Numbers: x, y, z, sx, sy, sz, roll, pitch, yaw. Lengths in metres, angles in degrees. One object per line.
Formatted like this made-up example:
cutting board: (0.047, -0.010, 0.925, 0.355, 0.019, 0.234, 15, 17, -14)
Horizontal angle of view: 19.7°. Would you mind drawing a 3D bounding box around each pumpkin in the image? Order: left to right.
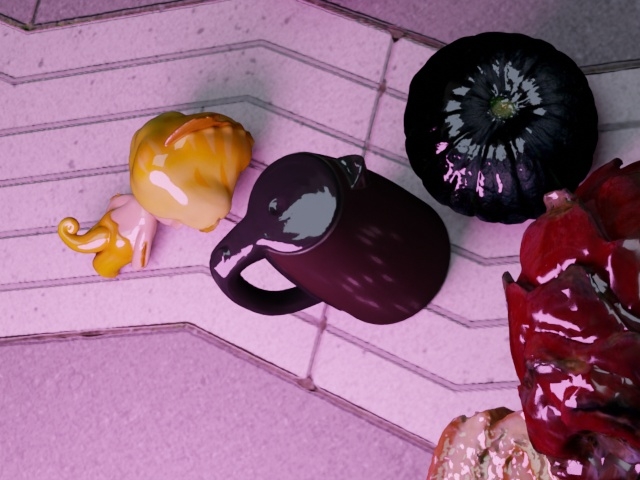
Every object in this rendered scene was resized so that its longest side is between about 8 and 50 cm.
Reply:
pumpkin: (0.180, -0.113, 1.843, 0.202, 0.140, 0.202, -1, 75, 5)

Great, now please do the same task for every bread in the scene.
bread: (0.201, 0.260, 1.729, 0.190, 0.123, 0.244, -37, 60, 15)

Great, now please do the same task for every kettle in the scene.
kettle: (0.000, 0.000, 1.847, 0.202, 0.232, 0.144, -33, 61, 16)

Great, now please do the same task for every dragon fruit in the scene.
dragon fruit: (0.310, 0.077, 1.612, 0.329, 0.329, 0.329, -8, 71, 25)

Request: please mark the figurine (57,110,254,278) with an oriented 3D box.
figurine: (-0.176, -0.056, 2.030, 0.246, 0.131, 0.156, -46, 61, 25)
